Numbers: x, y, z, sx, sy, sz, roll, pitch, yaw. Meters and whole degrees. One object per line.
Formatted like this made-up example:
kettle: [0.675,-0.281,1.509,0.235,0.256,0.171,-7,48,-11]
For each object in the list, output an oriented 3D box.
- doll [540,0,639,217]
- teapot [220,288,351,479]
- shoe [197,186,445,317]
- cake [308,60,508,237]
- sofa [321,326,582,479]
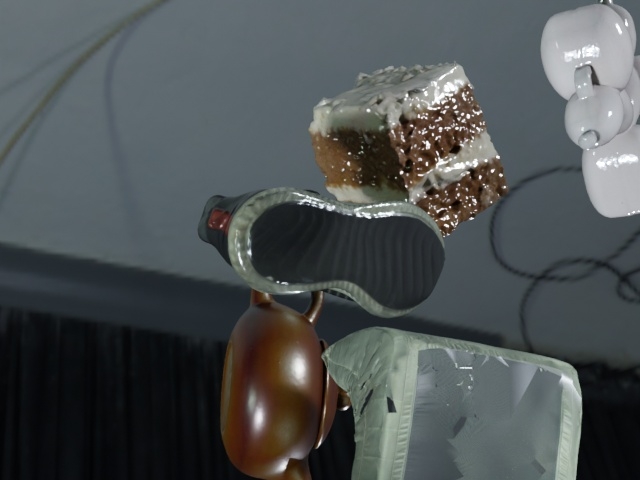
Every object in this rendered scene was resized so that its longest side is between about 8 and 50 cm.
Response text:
doll: [0.193,-0.097,0.907,0.059,0.161,0.160,-8,138,25]
teapot: [-0.031,0.135,1.394,0.135,0.252,0.178,8,169,-12]
shoe: [0.000,0.000,1.126,0.227,0.112,0.099,10,96,-42]
cake: [0.082,-0.086,1.295,0.135,0.134,0.147,-31,115,-36]
sofa: [0.106,0.199,1.197,0.210,0.225,0.176,9,167,-17]
